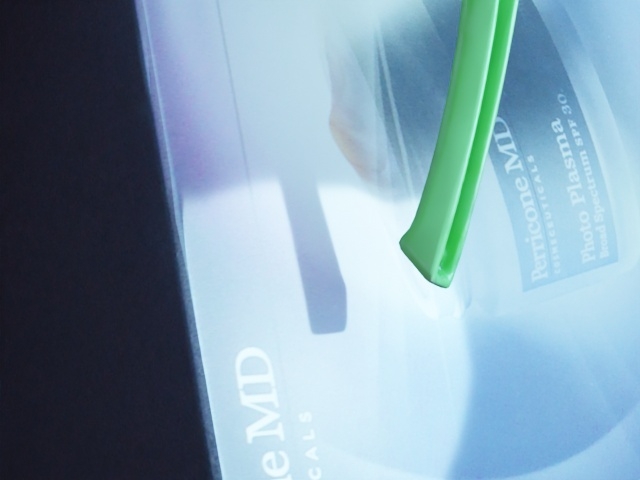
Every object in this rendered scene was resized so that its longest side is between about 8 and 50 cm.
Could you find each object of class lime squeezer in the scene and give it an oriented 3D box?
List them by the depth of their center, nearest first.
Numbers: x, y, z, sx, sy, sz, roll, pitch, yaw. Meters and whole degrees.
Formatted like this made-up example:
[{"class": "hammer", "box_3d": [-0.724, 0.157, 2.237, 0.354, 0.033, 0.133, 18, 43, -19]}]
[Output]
[{"class": "lime squeezer", "box_3d": [0.102, -0.136, 0.542, 0.310, 0.110, 0.059, -46, 138, 13]}]

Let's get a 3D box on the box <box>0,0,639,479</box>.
[{"class": "box", "box_3d": [0.014, 0.028, 0.698, 0.294, 0.296, 0.182, 1, 163, -41]}]
